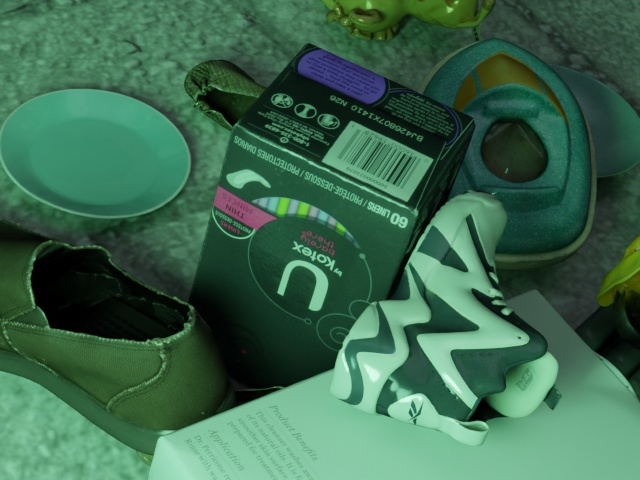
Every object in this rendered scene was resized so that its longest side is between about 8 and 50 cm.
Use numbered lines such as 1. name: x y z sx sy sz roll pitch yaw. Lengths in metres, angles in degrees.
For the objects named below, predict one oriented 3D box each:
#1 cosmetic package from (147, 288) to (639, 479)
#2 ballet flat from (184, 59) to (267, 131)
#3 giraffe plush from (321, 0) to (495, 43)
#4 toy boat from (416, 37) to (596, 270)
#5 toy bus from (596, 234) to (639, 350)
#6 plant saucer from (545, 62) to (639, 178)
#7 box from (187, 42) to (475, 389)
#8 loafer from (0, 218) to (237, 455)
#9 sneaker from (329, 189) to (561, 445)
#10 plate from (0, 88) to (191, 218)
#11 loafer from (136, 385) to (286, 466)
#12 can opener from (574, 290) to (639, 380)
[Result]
1. cosmetic package: 0.076 0.206 1.129 0.385 0.156 0.217 -16 52 -32
2. ballet flat: -0.040 -0.113 1.468 0.250 0.084 0.058 32 29 22
3. giraffe plush: 0.088 -0.301 1.677 0.170 0.181 0.210 -10 83 -14
4. toy boat: 0.248 -0.105 1.461 0.318 0.148 0.267 -3 60 -8
5. toy bus: 0.388 0.016 1.340 0.220 0.149 0.211 30 57 -12
6. plant saucer: 0.263 -0.124 1.613 0.195 0.037 0.195 10 43 -9
7. box: 0.000 0.000 1.228 0.165 0.270 0.143 26 44 9
8. loafer: -0.221 0.039 1.197 0.366 0.130 0.134 23 42 22
9. sneaker: 0.126 0.066 1.109 0.153 0.094 0.235 28 42 14
10. plate: -0.221 -0.081 1.422 0.188 0.024 0.188 10 44 -9
11. loafer: -0.084 0.149 1.209 0.148 0.050 0.056 -13 51 -29
12. can opener: 0.343 0.043 1.435 0.074 0.093 0.280 39 51 20
